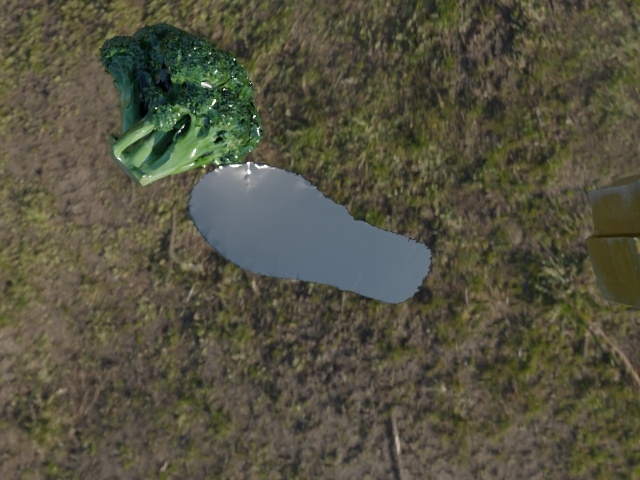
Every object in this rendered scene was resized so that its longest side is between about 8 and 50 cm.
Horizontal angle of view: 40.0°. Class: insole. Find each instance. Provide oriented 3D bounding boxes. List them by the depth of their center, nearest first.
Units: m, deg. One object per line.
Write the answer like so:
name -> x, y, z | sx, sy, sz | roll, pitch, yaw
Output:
insole -> 0.000, 0.000, 0.898 | 0.322, 0.007, 0.109 | 20, 104, -38

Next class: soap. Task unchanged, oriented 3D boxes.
soap -> 0.615, 0.000, 1.672 | 0.143, 0.281, 0.259 | -10, 88, 0

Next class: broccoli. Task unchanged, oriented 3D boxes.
broccoli -> -0.244, -0.220, 1.467 | 0.275, 0.308, 0.308 | -47, 111, -18
